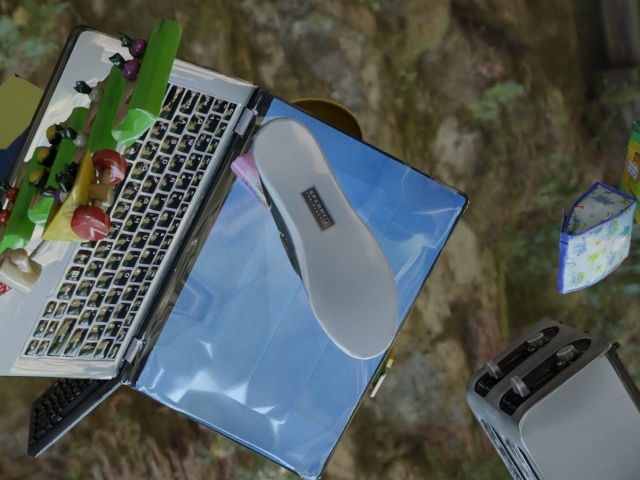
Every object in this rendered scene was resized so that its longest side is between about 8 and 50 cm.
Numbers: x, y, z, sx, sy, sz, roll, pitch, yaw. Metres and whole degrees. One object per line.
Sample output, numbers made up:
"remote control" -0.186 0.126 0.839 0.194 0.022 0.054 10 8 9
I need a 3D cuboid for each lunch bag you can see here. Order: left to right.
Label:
"lunch bag" 0.433 0.000 1.881 0.096 0.129 0.151 27 -130 33

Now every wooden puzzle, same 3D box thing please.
"wooden puzzle" 0.089 0.191 1.760 0.014 0.116 0.079 15 -136 -5

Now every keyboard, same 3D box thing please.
"keyboard" -0.286 0.142 1.573 0.317 0.033 0.202 -40 -154 18

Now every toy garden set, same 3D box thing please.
"toy garden set" -0.214 -0.050 0.926 0.244 0.049 0.204 -36 -147 39

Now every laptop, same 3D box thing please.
"laptop" -0.117 0.038 1.207 0.236 0.382 0.407 35 -165 35

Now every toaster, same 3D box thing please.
"toaster" 0.217 0.170 0.968 0.110 0.186 0.168 -32 -172 -4

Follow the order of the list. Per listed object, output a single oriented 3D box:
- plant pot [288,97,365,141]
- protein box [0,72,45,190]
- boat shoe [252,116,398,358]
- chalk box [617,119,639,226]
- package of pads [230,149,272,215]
"plant pot" -0.010 -0.088 1.388 0.134 0.095 0.134 -3 -121 5
"protein box" -0.434 -0.078 1.602 0.201 0.136 0.200 -58 -177 45
"boat shoe" 0.000 0.000 1.048 0.080 0.229 0.076 -28 176 -7
"chalk box" 0.625 -0.054 1.844 0.179 0.180 0.289 -14 -130 -9
"package of pads" -0.045 -0.060 1.164 0.050 0.083 0.032 -37 171 -34
